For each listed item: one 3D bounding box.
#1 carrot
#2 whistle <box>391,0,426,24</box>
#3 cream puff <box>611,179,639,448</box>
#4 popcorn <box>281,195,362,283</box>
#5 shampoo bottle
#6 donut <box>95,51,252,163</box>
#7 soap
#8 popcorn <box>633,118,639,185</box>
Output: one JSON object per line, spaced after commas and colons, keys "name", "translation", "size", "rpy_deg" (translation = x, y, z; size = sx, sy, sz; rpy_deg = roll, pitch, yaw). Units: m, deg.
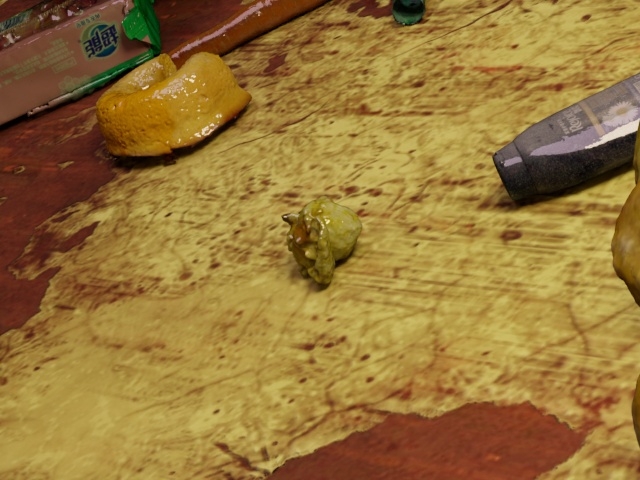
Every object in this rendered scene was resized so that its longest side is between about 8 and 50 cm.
{"name": "carrot", "translation": [-0.083, -0.251, 1.881], "size": [0.247, 0.043, 0.043], "rpy_deg": [-28, 29, 1]}
{"name": "whistle", "translation": [0.101, -0.296, 1.801], "size": [0.039, 0.039, 0.186], "rpy_deg": [-17, 30, 17]}
{"name": "cream puff", "translation": [0.287, 0.082, 0.846], "size": [0.324, 0.291, 0.257], "rpy_deg": [24, 85, 38]}
{"name": "popcorn", "translation": [0.001, -0.002, 1.387], "size": [0.068, 0.059, 0.083], "rpy_deg": [-17, 39, 18]}
{"name": "shampoo bottle", "translation": [0.256, -0.101, 1.343], "size": [0.233, 0.049, 0.087], "rpy_deg": [-25, 30, 3]}
{"name": "donut", "translation": [-0.173, -0.146, 1.750], "size": [0.146, 0.078, 0.181], "rpy_deg": [-37, 29, -23]}
{"name": "soap", "translation": [-0.337, -0.238, 2.010], "size": [0.273, 0.098, 0.218], "rpy_deg": [-24, 29, 5]}
{"name": "popcorn", "translation": [0.321, -0.052, 1.081], "size": [0.221, 0.184, 0.204], "rpy_deg": [-14, 60, 18]}
